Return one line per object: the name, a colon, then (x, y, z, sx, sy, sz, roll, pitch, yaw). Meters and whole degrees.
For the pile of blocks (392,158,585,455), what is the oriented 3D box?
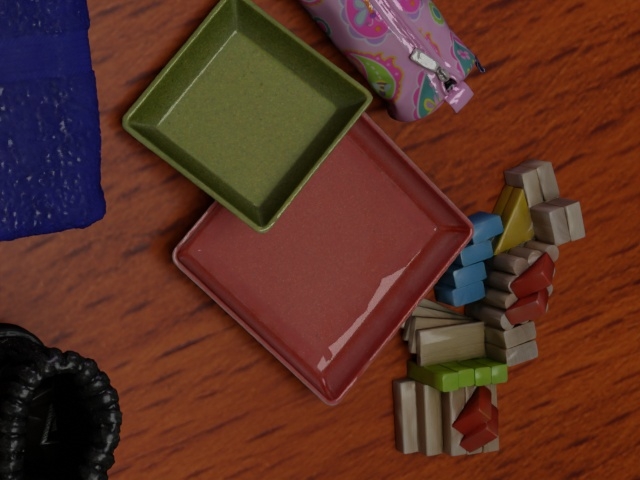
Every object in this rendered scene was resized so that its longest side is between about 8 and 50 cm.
pile of blocks: (0.186, 0.078, 2.097, 0.149, 0.112, 0.362, 20, 88, -27)

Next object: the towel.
towel: (-0.325, -0.151, 1.826, 0.227, 0.076, 0.308, -11, 100, -32)

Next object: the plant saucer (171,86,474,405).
plant saucer: (0.000, 0.000, 2.029, 0.259, 0.047, 0.258, 44, 78, -24)

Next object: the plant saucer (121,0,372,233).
plant saucer: (-0.076, -0.128, 1.944, 0.188, 0.045, 0.188, 38, 78, 3)

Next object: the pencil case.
pencil case: (0.051, -0.252, 1.979, 0.124, 0.124, 0.284, -44, 113, -14)

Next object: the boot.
boot: (-0.262, 0.254, 1.821, 0.131, 0.260, 0.348, -19, 105, -22)
